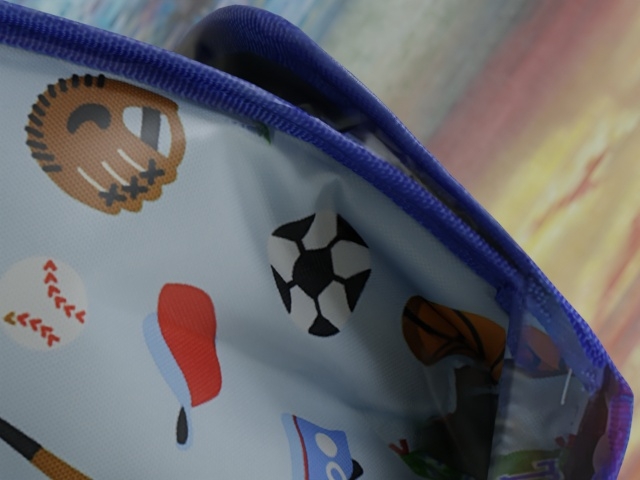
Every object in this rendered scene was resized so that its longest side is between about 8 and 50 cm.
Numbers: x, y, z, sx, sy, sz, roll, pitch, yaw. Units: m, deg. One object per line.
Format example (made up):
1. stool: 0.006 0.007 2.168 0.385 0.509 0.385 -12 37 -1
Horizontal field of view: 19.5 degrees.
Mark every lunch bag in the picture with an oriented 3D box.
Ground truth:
1. lunch bag: -0.110 0.032 0.725 0.328 0.385 0.239 161 -58 -76
